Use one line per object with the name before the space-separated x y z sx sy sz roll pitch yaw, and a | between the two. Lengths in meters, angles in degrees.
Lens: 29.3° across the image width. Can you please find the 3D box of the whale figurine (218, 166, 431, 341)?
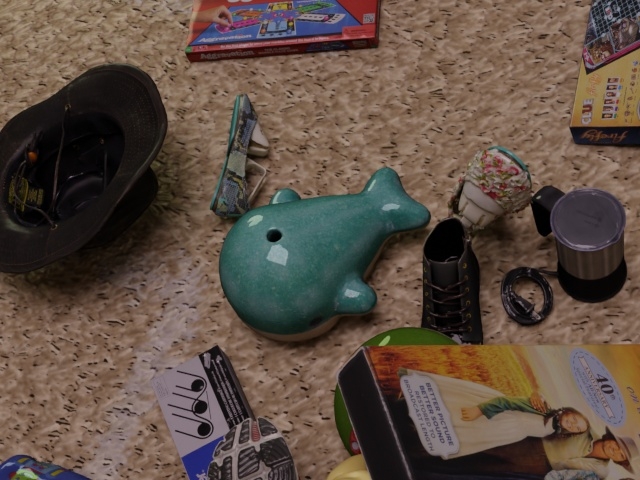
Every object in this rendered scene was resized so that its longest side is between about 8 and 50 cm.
whale figurine | 0.000 0.000 1.509 0.272 0.141 0.216 -33 58 -5

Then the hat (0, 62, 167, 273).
hat | -0.312 -0.070 1.636 0.331 0.134 0.331 -19 51 25

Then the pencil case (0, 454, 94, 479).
pencil case | -0.243 0.345 1.391 0.306 0.133 0.119 16 39 22

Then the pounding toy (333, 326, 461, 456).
pounding toy | 0.115 0.192 1.351 0.236 0.110 0.183 5 90 18

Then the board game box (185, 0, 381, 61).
board game box | -0.052 -0.334 1.778 0.281 0.027 0.145 -3 60 13

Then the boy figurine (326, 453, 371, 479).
boy figurine | 0.053 0.294 1.247 0.092 0.285 0.177 -12 58 12

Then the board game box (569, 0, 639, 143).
board game box | 0.421 -0.236 1.576 0.165 0.042 0.243 3 62 26

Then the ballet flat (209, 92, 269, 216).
ballet flat | -0.102 -0.111 1.653 0.070 0.070 0.188 3 64 16

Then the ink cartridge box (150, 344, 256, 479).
ink cartridge box | -0.122 0.236 1.465 0.097 0.046 0.207 -27 59 0

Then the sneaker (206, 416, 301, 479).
sneaker | -0.047 0.334 1.345 0.107 0.118 0.279 -19 71 7

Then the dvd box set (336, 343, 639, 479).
dvd box set | 0.244 0.243 1.201 0.420 0.062 0.308 4 52 -33

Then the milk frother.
milk frother | 0.281 0.023 1.426 0.129 0.135 0.143 23 69 25

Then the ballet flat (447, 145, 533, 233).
ballet flat | 0.195 -0.048 1.442 0.091 0.241 0.077 38 85 6

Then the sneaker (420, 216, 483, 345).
sneaker | 0.146 0.089 1.434 0.083 0.118 0.222 -4 60 12
